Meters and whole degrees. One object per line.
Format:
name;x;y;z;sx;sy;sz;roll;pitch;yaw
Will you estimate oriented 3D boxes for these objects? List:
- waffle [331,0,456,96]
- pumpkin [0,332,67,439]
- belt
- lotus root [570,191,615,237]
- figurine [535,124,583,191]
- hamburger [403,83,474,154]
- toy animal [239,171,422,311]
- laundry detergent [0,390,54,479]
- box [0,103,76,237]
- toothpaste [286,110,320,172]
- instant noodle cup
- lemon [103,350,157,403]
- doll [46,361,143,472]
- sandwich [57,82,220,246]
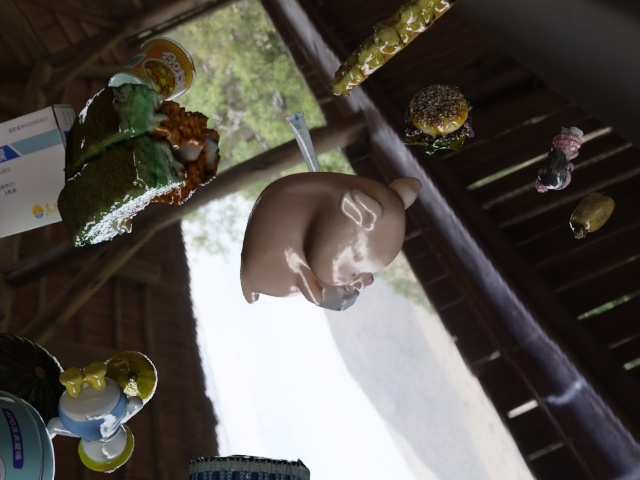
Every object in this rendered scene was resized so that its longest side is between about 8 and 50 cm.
waffle;0.101;-0.287;1.032;0.059;0.243;0.238;45;159;-9
pumpkin;-0.617;0.300;1.487;0.250;0.216;0.249;-14;-90;-75
belt;-0.134;0.488;1.463;0.258;0.207;0.149;20;-119;-37
lotus root;0.546;-0.059;1.539;0.063;0.152;0.072;48;141;-2
figurine;0.438;-0.152;1.417;0.054;0.129;0.072;27;166;-31
hamburger;0.275;-0.289;1.790;0.093;0.164;0.189;72;-160;-60
toy animal;0.004;0.002;1.172;0.195;0.256;0.212;-23;-66;-61
laundry detergent;-0.591;0.360;1.175;0.305;0.287;0.287;35;-154;-58
box;-0.583;-0.107;1.406;0.065;0.344;0.200;-28;-77;-71
toothpaste;-0.037;-0.242;1.983;0.031;0.048;0.190;51;164;59
instant noodle cup;-0.422;-0.393;1.890;0.168;0.169;0.185;66;-146;-26
lemon;-0.350;0.253;1.387;0.109;0.109;0.133;65;157;7
doll;-0.368;0.303;1.272;0.099;0.135;0.241;30;141;25
sandwich;-0.153;-0.069;0.705;0.185;0.160;0.109;-21;82;53
